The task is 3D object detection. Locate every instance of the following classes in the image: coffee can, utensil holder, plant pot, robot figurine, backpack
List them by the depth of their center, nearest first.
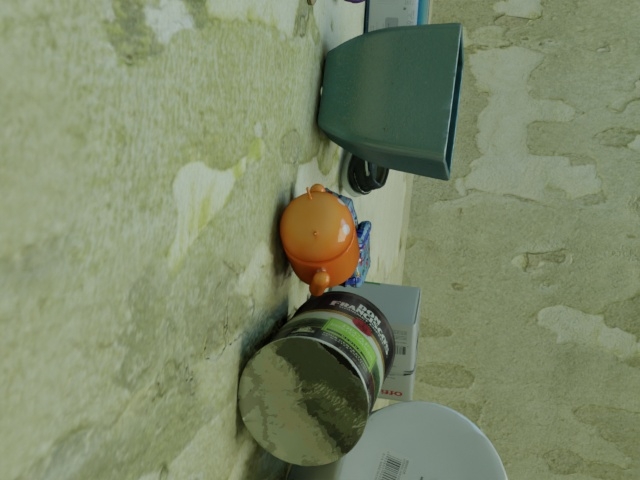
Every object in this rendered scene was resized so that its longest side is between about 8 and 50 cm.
[{"bbox_3d":[0.004,0.214,1.233,0.275,0.201,0.202,-39,134,-73],"label":"coffee can"},{"bbox_3d":[0.001,0.002,1.270,0.158,0.128,0.219,-53,158,-17],"label":"robot figurine"},{"bbox_3d":[0.126,0.471,1.364,0.385,0.327,0.328,124,-20,-66],"label":"utensil holder"},{"bbox_3d":[0.134,-0.266,1.442,0.248,0.252,0.247,22,76,-78],"label":"plant pot"},{"bbox_3d":[0.035,-0.011,1.458,0.158,0.116,0.174,-52,144,-69],"label":"backpack"}]

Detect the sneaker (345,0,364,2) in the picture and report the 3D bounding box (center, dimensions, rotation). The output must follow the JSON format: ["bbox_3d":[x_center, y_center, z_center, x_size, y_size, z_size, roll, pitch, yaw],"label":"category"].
[{"bbox_3d":[0.069,-0.488,1.400,0.236,0.095,0.105,-71,173,-61],"label":"sneaker"}]

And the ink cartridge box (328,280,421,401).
[{"bbox_3d":[0.124,0.239,1.785,0.122,0.211,0.289,-73,165,-45],"label":"ink cartridge box"}]

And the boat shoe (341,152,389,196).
[{"bbox_3d":[0.130,-0.240,1.736,0.114,0.091,0.303,27,63,-40],"label":"boat shoe"}]

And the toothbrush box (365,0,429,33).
[{"bbox_3d":[0.197,-0.566,1.866,0.295,0.126,0.217,-49,143,-68],"label":"toothbrush box"}]

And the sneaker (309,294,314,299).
[{"bbox_3d":[0.001,0.127,1.559,0.119,0.047,0.057,-2,87,-79],"label":"sneaker"}]

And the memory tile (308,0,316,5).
[{"bbox_3d":[-0.006,-0.476,1.249,0.113,0.012,0.148,76,25,-59],"label":"memory tile"}]
